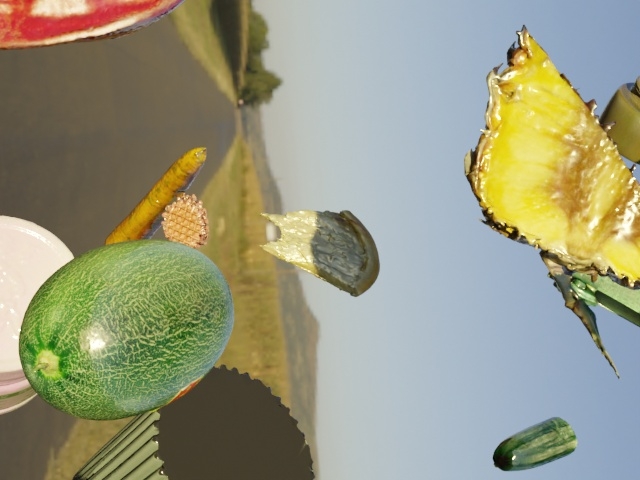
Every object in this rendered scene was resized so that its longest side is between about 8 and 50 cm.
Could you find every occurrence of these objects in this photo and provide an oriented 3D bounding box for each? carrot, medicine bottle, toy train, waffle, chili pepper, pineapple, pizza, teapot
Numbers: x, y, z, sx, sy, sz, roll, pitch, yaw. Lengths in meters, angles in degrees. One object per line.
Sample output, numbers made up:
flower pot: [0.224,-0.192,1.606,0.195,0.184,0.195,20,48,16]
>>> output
carrot: [-0.299,-0.064,1.654,0.314,0.066,0.066,-47,-147,28]
medicine bottle: [-0.453,0.117,1.267,0.325,0.212,0.212,139,-52,-59]
toy train: [0.610,0.097,1.750,0.160,0.397,0.253,-61,168,9]
waffle: [-0.196,-0.026,1.329,0.029,0.075,0.083,-12,81,-63]
chili pepper: [-0.203,-0.248,0.842,0.136,0.252,0.144,132,-51,-59]
pineapple: [0.250,-0.034,0.962,0.334,0.158,0.161,52,-2,12]
pizza: [0.000,0.000,1.801,0.034,0.262,0.181,121,-12,-53]
teapot: [0.687,-0.256,1.863,0.268,0.185,0.175,-92,-161,-50]

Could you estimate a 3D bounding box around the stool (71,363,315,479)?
stool: [-0.224,0.396,1.437,0.330,0.297,0.297,-37,-134,35]

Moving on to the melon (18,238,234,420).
melon: [-0.204,0.092,0.961,0.287,0.182,0.182,-16,104,-62]

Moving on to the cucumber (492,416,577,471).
cucumber: [0.244,0.240,1.065,0.048,0.105,0.048,28,-57,54]
